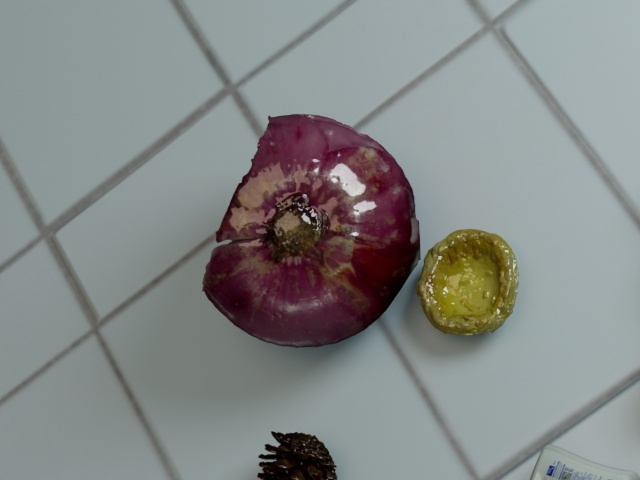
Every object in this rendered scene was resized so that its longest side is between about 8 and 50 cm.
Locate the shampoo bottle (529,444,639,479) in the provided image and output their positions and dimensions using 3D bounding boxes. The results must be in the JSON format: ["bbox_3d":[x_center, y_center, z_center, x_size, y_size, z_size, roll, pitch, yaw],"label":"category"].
[{"bbox_3d":[0.229,0.222,1.561,0.099,0.043,0.072,15,80,27],"label":"shampoo bottle"}]

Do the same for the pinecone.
[{"bbox_3d":[-0.025,0.215,1.661,0.077,0.077,0.083,22,82,29],"label":"pinecone"}]

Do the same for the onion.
[{"bbox_3d":[-0.001,-0.002,1.673,0.200,0.200,0.207,15,61,28],"label":"onion"}]

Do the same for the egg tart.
[{"bbox_3d":[0.139,0.041,1.665,0.105,0.039,0.105,-8,70,22],"label":"egg tart"}]
